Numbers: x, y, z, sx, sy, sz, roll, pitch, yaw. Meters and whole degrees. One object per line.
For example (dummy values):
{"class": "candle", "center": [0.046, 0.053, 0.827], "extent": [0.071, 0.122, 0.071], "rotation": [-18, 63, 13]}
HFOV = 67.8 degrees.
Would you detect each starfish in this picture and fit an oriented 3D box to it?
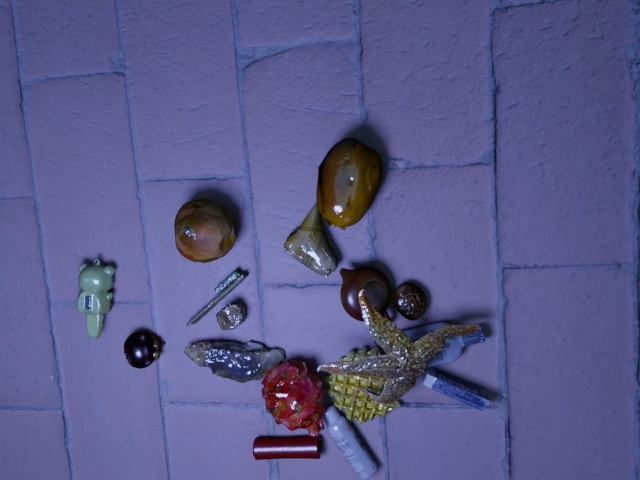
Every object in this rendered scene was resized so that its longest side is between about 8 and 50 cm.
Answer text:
{"class": "starfish", "center": [0.227, 0.345, 1.472], "extent": [0.384, 0.132, 0.398], "rotation": [29, 108, -6]}

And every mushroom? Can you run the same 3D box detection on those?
{"class": "mushroom", "center": [0.290, 0.200, 1.552], "extent": [0.126, 0.085, 0.109], "rotation": [34, 102, -13]}

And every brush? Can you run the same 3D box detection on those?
{"class": "brush", "center": [-0.366, 0.198, 1.662], "extent": [0.282, 0.054, 0.048], "rotation": [-43, 81, 10]}

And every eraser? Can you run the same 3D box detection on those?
{"class": "eraser", "center": [0.440, 0.482, 1.566], "extent": [0.213, 0.092, 0.046], "rotation": [22, 100, 6]}

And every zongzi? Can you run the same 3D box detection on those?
{"class": "zongzi", "center": [0.000, 0.000, 1.569], "extent": [0.195, 0.099, 0.197], "rotation": [36, 93, 2]}

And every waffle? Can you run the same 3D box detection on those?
{"class": "waffle", "center": [0.152, 0.489, 1.625], "extent": [0.261, 0.056, 0.250], "rotation": [-33, 91, 13]}

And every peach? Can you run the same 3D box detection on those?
{"class": "peach", "center": [-0.382, -0.033, 1.547], "extent": [0.215, 0.235, 0.214], "rotation": [0, 90, 1]}

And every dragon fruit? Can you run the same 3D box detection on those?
{"class": "dragon fruit", "center": [-0.078, 0.529, 1.592], "extent": [0.205, 0.210, 0.268], "rotation": [-36, 87, -17]}

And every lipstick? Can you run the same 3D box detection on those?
{"class": "lipstick", "center": [-0.117, 0.731, 1.680], "extent": [0.242, 0.080, 0.080], "rotation": [-4, 96, 8]}

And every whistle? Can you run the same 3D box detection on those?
{"class": "whistle", "center": [-0.799, 0.205, 1.695], "extent": [0.131, 0.106, 0.288], "rotation": [4, 96, 5]}

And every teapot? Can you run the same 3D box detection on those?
{"class": "teapot", "center": [0.150, 0.187, 1.562], "extent": [0.178, 0.135, 0.252], "rotation": [-42, 110, -18]}

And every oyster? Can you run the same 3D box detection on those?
{"class": "oyster", "center": [-0.304, 0.415, 1.649], "extent": [0.342, 0.110, 0.166], "rotation": [18, 105, -8]}

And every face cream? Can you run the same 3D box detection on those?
{"class": "face cream", "center": [0.386, 0.338, 1.563], "extent": [0.292, 0.071, 0.143], "rotation": [-17, 97, 11]}
{"class": "face cream", "center": [0.093, 0.690, 1.644], "extent": [0.082, 0.082, 0.268], "rotation": [-32, 92, 10]}

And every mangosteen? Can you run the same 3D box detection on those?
{"class": "mangosteen", "center": [-0.625, 0.385, 1.696], "extent": [0.140, 0.140, 0.139], "rotation": [1, 97, 8]}

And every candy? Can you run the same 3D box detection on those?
{"class": "candy", "center": [-0.302, 0.260, 1.633], "extent": [0.095, 0.110, 0.085], "rotation": [-24, 84, -1]}

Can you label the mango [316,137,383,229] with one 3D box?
{"class": "mango", "center": [0.083, -0.176, 1.503], "extent": [0.202, 0.153, 0.286], "rotation": [13, 97, 11]}
